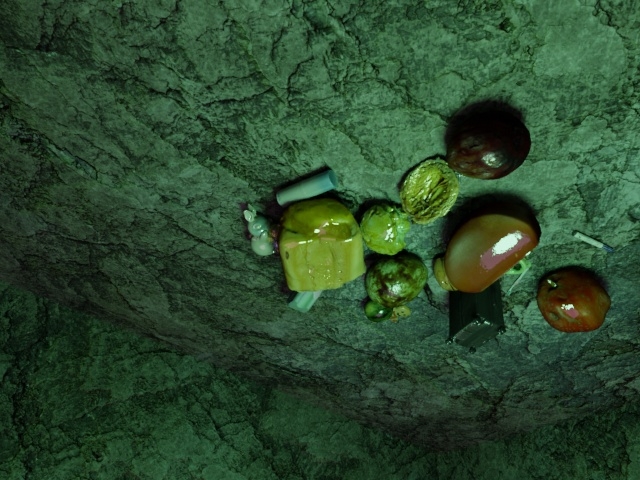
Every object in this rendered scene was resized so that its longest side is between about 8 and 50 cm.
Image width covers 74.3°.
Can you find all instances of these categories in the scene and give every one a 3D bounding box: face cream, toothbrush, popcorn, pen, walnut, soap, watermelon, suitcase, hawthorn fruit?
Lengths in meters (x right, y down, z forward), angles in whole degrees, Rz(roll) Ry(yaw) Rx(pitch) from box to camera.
[{"bbox_3d":[-0.055,-0.205,1.684,0.250,0.077,0.077,-17,130,29],"label":"face cream"},{"bbox_3d":[0.912,0.186,1.956,0.017,0.022,0.204,9,134,-2],"label":"toothbrush"},{"bbox_3d":[0.257,-0.045,1.723,0.204,0.183,0.221,24,148,31],"label":"popcorn"},{"bbox_3d":[1.111,0.006,1.724,0.204,0.025,0.025,22,136,-13],"label":"pen"},{"bbox_3d":[0.584,0.148,1.886,0.144,0.144,0.180,-16,117,25],"label":"walnut"},{"bbox_3d":[-0.060,0.215,2.043,0.109,0.192,0.323,22,136,-11],"label":"soap"},{"bbox_3d":[0.315,0.344,2.147,0.188,0.140,0.140,-17,130,24],"label":"watermelon"},{"bbox_3d":[0.684,0.299,1.888,0.152,0.334,0.229,23,136,-7],"label":"suitcase"},{"bbox_3d":[1.076,0.255,1.829,0.300,0.275,0.275,42,130,-15],"label":"hawthorn fruit"}]

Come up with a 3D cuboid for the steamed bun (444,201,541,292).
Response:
[{"bbox_3d":[0.633,0.009,1.635,0.248,0.235,0.379,45,126,8],"label":"steamed bun"}]

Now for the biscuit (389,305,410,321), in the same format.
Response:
[{"bbox_3d":[0.366,0.390,2.267,0.235,0.030,0.153,-9,135,20],"label":"biscuit"}]

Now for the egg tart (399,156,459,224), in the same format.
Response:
[{"bbox_3d":[0.410,-0.182,1.566,0.099,0.232,0.252,4,116,-47],"label":"egg tart"}]

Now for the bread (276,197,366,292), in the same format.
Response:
[{"bbox_3d":[0.000,0.000,1.767,0.362,0.250,0.394,-9,135,0],"label":"bread"}]

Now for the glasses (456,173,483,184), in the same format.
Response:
[{"bbox_3d":[0.534,-0.256,1.557,0.140,0.062,0.104,35,154,-24],"label":"glasses"}]

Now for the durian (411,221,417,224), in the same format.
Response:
[{"bbox_3d":[0.431,-0.116,1.683,0.141,0.078,0.224,23,133,-13],"label":"durian"}]

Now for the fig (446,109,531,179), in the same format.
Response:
[{"bbox_3d":[0.537,-0.300,1.370,0.263,0.223,0.223,-8,134,24],"label":"fig"}]

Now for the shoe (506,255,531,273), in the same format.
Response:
[{"bbox_3d":[0.760,0.066,1.798,0.263,0.128,0.139,7,123,0],"label":"shoe"}]

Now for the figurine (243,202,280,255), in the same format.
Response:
[{"bbox_3d":[-0.253,-0.048,1.857,0.155,0.127,0.235,16,137,21],"label":"figurine"}]

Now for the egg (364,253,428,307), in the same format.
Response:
[{"bbox_3d":[0.340,0.177,1.897,0.290,0.238,0.238,-18,131,15],"label":"egg"}]
